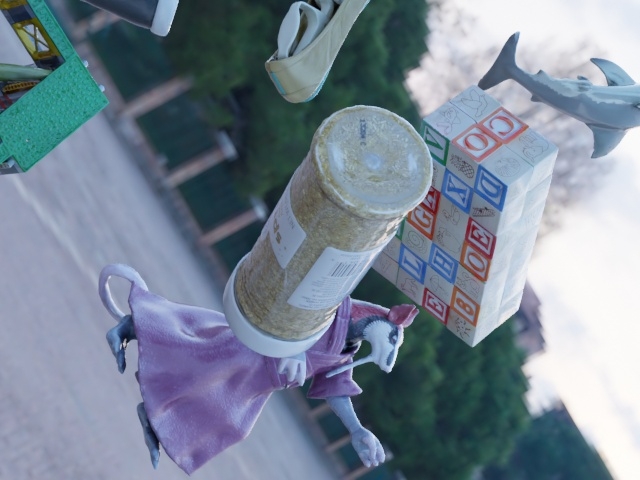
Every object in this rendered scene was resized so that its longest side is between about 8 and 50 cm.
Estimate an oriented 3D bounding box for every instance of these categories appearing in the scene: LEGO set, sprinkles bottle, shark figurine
[{"bbox_3d":[-0.345,-0.111,1.232,0.192,0.331,0.255,-2,-46,52],"label":"LEGO set"},{"bbox_3d":[0.000,0.000,1.612,0.121,0.121,0.355,61,-28,16],"label":"sprinkles bottle"},{"bbox_3d":[0.336,-0.164,2.024,0.166,0.278,0.116,-74,173,-55],"label":"shark figurine"}]

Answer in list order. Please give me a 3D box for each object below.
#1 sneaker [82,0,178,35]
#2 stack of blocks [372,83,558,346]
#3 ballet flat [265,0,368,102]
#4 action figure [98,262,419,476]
[{"bbox_3d":[-0.188,-0.350,1.557,0.104,0.147,0.295,127,-24,-63],"label":"sneaker"},{"bbox_3d":[0.159,-0.035,1.824,0.171,0.087,0.297,40,-31,24],"label":"stack of blocks"},{"bbox_3d":[0.005,-0.265,1.824,0.080,0.232,0.073,-5,-39,44],"label":"ballet flat"},{"bbox_3d":[-0.057,0.137,1.951,0.248,0.370,0.275,77,-9,-47],"label":"action figure"}]
